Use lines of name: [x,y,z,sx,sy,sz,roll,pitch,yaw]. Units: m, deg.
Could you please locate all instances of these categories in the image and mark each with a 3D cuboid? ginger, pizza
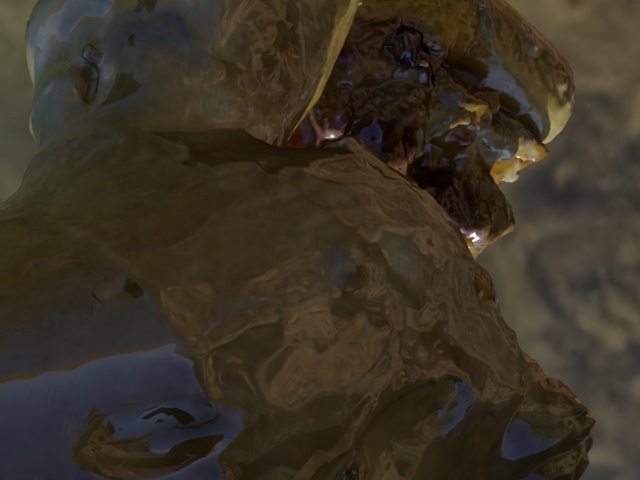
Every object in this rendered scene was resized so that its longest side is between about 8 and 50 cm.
ginger: [-0.031,0.062,0.416,0.363,0.348,0.122,53,153,9]
pizza: [0.002,0.001,0.600,0.069,0.154,0.194,23,95,49]
